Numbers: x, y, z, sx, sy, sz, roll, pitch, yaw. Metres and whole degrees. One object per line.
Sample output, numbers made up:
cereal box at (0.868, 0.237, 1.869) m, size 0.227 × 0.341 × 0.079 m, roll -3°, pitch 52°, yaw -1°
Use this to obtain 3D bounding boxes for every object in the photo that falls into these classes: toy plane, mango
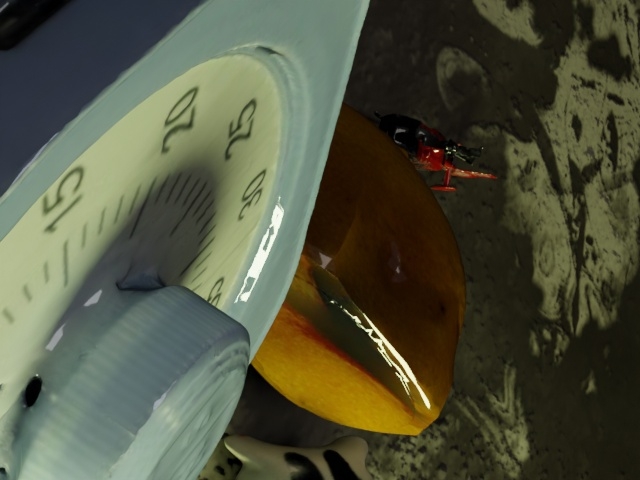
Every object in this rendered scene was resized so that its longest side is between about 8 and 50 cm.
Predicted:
toy plane at (0.078, -0.064, 0.895) m, size 0.145 × 0.060 × 0.037 m, roll 23°, pitch 73°, yaw -59°
mango at (0.000, 0.000, 0.764) m, size 0.236 × 0.136 × 0.166 m, roll 54°, pitch 40°, yaw -25°

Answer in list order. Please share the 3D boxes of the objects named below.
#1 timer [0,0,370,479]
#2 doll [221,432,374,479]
timer at (-0.129, 0.047, 0.473) m, size 0.395 × 0.173 × 0.395 m, roll -54°, pitch 169°, yaw -15°
doll at (-0.009, 0.214, 0.767) m, size 0.110 × 0.107 × 0.181 m, roll 3°, pitch 88°, yaw -26°
